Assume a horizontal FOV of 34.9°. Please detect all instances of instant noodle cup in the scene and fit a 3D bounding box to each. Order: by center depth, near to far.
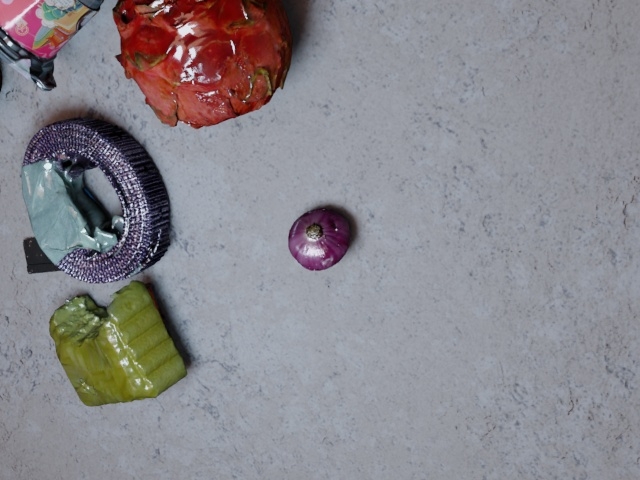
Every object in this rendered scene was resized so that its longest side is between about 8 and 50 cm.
[{"bbox_3d":[-0.498,-0.436,1.774,0.181,0.258,0.302,-35,100,13],"label":"instant noodle cup"}]

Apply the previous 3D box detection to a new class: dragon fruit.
[{"bbox_3d":[-0.190,-0.336,1.659,0.295,0.295,0.302,-11,107,23],"label":"dragon fruit"}]

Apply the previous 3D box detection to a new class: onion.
[{"bbox_3d":[0.000,0.000,1.813,0.115,0.115,0.104,5,154,18],"label":"onion"}]

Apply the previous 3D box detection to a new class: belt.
[{"bbox_3d":[-0.429,-0.076,1.921,0.260,0.122,0.325,-26,94,21],"label":"belt"}]

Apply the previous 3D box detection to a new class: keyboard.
[{"bbox_3d":[-0.493,0.024,2.039,0.231,0.023,0.072,-4,99,21],"label":"keyboard"}]

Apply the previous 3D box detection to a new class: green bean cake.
[{"bbox_3d":[-0.405,0.207,1.979,0.236,0.124,0.233,-15,103,42],"label":"green bean cake"}]

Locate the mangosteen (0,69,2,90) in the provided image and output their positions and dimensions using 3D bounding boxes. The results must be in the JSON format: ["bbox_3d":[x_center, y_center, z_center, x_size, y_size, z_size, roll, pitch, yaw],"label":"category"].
[{"bbox_3d":[-0.690,-0.294,1.933,0.166,0.166,0.180,50,147,-2],"label":"mangosteen"}]

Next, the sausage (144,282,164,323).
[{"bbox_3d":[-0.336,0.157,2.013,0.050,0.048,0.145,-21,104,-14],"label":"sausage"}]
